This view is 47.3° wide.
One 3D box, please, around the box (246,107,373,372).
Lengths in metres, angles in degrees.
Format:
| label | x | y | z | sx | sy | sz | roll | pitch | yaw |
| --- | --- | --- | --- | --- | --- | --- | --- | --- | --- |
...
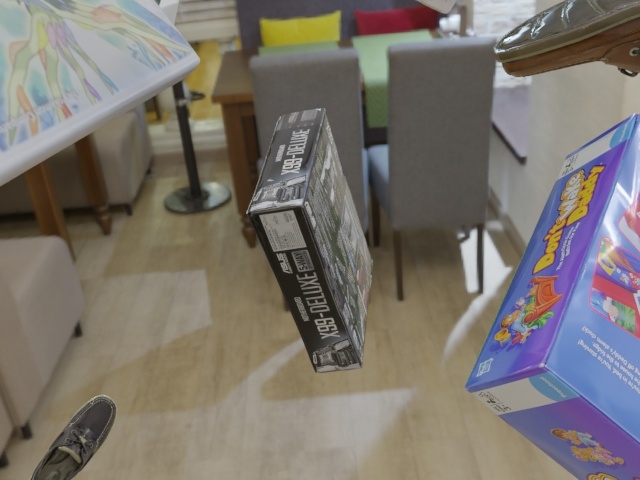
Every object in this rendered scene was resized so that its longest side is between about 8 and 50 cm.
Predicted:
| label | x | y | z | sx | sy | sz | roll | pitch | yaw |
| --- | --- | --- | --- | --- | --- | --- | --- | --- | --- |
| box | 0.000 | 0.000 | 1.069 | 0.076 | 0.307 | 0.242 | -9 | 38 | 15 |

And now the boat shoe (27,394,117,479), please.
| label | x | y | z | sx | sy | sz | roll | pitch | yaw |
| --- | --- | --- | --- | --- | --- | --- | --- | --- | --- |
| boat shoe | -0.306 | 0.262 | 0.909 | 0.152 | 0.056 | 0.049 | -57 | 11 | -17 |

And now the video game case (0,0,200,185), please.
| label | x | y | z | sx | sy | sz | roll | pitch | yaw |
| --- | --- | --- | --- | --- | --- | --- | --- | --- | --- |
| video game case | -0.250 | -0.201 | 0.508 | 0.036 | 0.300 | 0.329 | -33 | 13 | 27 |

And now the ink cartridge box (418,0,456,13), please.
| label | x | y | z | sx | sy | sz | roll | pitch | yaw |
| --- | --- | --- | --- | --- | --- | --- | --- | --- | --- |
| ink cartridge box | 0.035 | -0.265 | 0.527 | 0.198 | 0.115 | 0.067 | 22 | 40 | -15 |

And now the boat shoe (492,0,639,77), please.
| label | x | y | z | sx | sy | sz | roll | pitch | yaw |
| --- | --- | --- | --- | --- | --- | --- | --- | --- | --- |
| boat shoe | 0.353 | -0.232 | 0.822 | 0.307 | 0.104 | 0.111 | -14 | 33 | 31 |

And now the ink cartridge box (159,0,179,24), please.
| label | x | y | z | sx | sy | sz | roll | pitch | yaw |
| --- | --- | --- | --- | --- | --- | --- | --- | --- | --- |
| ink cartridge box | -0.424 | -0.425 | 1.314 | 0.273 | 0.114 | 0.197 | 34 | 40 | 8 |

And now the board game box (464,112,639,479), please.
| label | x | y | z | sx | sy | sz | roll | pitch | yaw |
| --- | --- | --- | --- | --- | --- | --- | --- | --- | --- |
| board game box | 0.294 | 0.107 | 0.525 | 0.233 | 0.347 | 0.078 | -56 | 10 | -32 |

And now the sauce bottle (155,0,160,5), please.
| label | x | y | z | sx | sy | sz | roll | pitch | yaw |
| --- | --- | --- | --- | --- | --- | --- | --- | --- | --- |
| sauce bottle | -0.361 | -0.451 | 1.029 | 0.111 | 0.344 | 0.111 | -18 | 48 | 22 |
